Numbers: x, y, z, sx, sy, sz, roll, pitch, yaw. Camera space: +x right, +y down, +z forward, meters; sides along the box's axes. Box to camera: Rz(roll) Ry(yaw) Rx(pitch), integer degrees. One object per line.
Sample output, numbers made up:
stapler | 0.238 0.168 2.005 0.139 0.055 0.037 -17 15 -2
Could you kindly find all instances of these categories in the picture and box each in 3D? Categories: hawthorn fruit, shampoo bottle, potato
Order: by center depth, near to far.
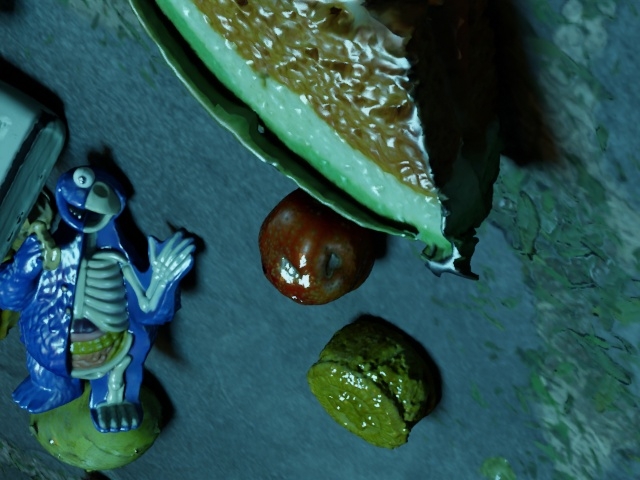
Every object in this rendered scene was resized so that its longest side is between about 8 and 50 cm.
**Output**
hawthorn fruit | 0.000 0.000 1.369 0.093 0.093 0.093 34 148 25
shampoo bottle | -0.364 -0.098 1.640 0.284 0.153 0.071 27 177 22
potato | -0.215 0.175 1.863 0.105 0.085 0.188 34 152 -19

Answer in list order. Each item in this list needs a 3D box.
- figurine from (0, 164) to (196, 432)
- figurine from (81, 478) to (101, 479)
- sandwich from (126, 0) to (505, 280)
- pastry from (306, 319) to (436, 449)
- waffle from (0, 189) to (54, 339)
figurine | -0.200 0.041 1.657 0.164 0.121 0.262 20 125 -1
figurine | -0.250 0.292 2.068 0.083 0.071 0.067 14 95 35
sandwich | 0.009 -0.131 1.168 0.292 0.109 0.212 29 140 26
pastry | 0.041 0.111 1.467 0.097 0.057 0.109 44 154 -4
waffle | -0.427 -0.076 1.812 0.376 0.114 0.261 44 151 9
